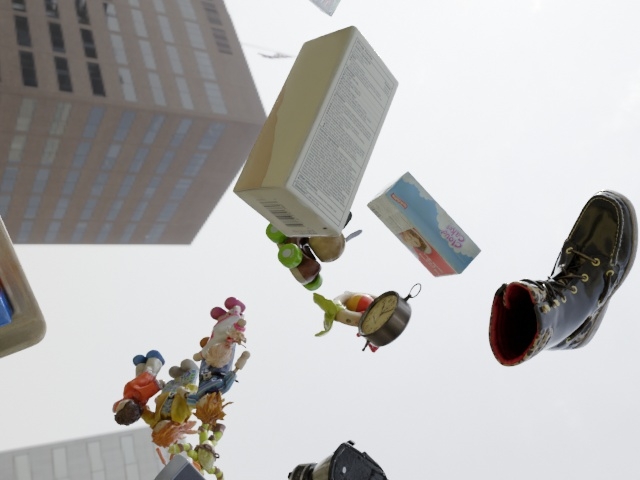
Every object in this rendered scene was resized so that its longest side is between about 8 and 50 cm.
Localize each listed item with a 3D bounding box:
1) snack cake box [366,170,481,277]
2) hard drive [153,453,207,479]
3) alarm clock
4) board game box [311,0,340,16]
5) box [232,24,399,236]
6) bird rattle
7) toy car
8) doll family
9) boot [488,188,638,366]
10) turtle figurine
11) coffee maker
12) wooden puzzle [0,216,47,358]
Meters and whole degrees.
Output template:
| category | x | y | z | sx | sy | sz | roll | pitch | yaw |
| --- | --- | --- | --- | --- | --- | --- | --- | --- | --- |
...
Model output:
| category | x | y | z | sx | sy | sz | roll | pitch | yaw |
| --- | --- | --- | --- | --- | --- | --- | --- | --- | --- |
| snack cake box | 0.250 | -0.033 | 1.514 | 0.264 | 0.089 | 0.152 | 46 | -15 | -4 |
| hard drive | -0.335 | 0.625 | 1.371 | 0.054 | 0.254 | 0.172 | -23 | -70 | 41 |
| alarm clock | 0.162 | 0.167 | 1.397 | 0.192 | 0.064 | 0.129 | -48 | -163 | 16 |
| board game box | 0.014 | -0.416 | 0.904 | 0.030 | 0.260 | 0.136 | 33 | -74 | 6 |
| box | 0.001 | -0.172 | 0.990 | 0.121 | 0.148 | 0.311 | -1 | -123 | 44 |
| bird rattle | 0.104 | 0.188 | 1.657 | 0.254 | 0.207 | 0.143 | 1 | -70 | 26 |
| toy car | 0.000 | 0.000 | 1.401 | 0.188 | 0.155 | 0.148 | -32 | -125 | 4 |
| doll family | -0.180 | 0.210 | 0.896 | 0.263 | 0.118 | 0.163 | -34 | -157 | 15 |
| boot | 0.498 | 0.085 | 1.275 | 0.138 | 0.284 | 0.377 | 37 | -56 | 42 |
| turtle figurine | -0.340 | 0.592 | 1.755 | 0.087 | 0.269 | 0.217 | -30 | -150 | 25 |
| coffee maker | 0.040 | 0.501 | 1.224 | 0.171 | 0.120 | 0.178 | 54 | -43 | 6 |
| wooden puzzle | -0.622 | 0.058 | 0.902 | 0.080 | 0.322 | 0.347 | 25 | -47 | 64 |
